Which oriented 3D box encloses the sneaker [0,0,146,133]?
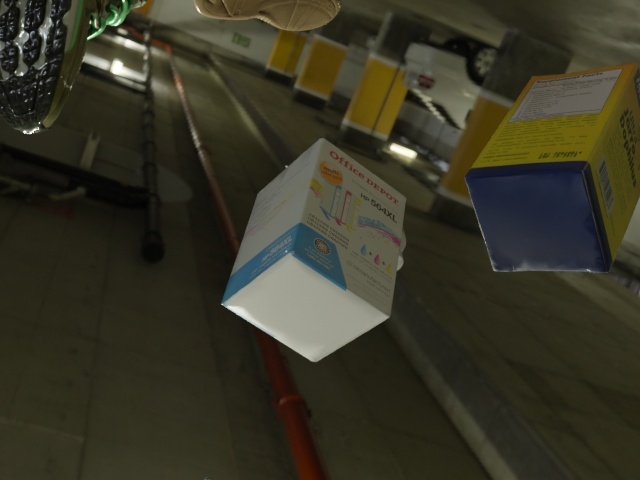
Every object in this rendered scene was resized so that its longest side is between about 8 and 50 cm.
[{"bbox_3d":[-0.268,-0.306,0.964,0.158,0.410,0.182,-2,162,33],"label":"sneaker"}]

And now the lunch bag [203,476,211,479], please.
[{"bbox_3d":[-0.116,0.331,0.970,0.071,0.053,0.083,33,156,36],"label":"lunch bag"}]

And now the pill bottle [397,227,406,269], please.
[{"bbox_3d":[0.054,-0.011,0.740,0.043,0.043,0.083,16,-136,-25],"label":"pill bottle"}]

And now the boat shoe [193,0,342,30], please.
[{"bbox_3d":[-0.092,-0.422,1.361,0.285,0.103,0.092,-6,-120,-34],"label":"boat shoe"}]

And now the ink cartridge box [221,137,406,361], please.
[{"bbox_3d":[0.000,0.000,0.625,0.092,0.090,0.143,34,-137,-22],"label":"ink cartridge box"}]

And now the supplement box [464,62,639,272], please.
[{"bbox_3d":[0.417,-0.126,1.367,0.194,0.195,0.356,0,-144,37],"label":"supplement box"}]
